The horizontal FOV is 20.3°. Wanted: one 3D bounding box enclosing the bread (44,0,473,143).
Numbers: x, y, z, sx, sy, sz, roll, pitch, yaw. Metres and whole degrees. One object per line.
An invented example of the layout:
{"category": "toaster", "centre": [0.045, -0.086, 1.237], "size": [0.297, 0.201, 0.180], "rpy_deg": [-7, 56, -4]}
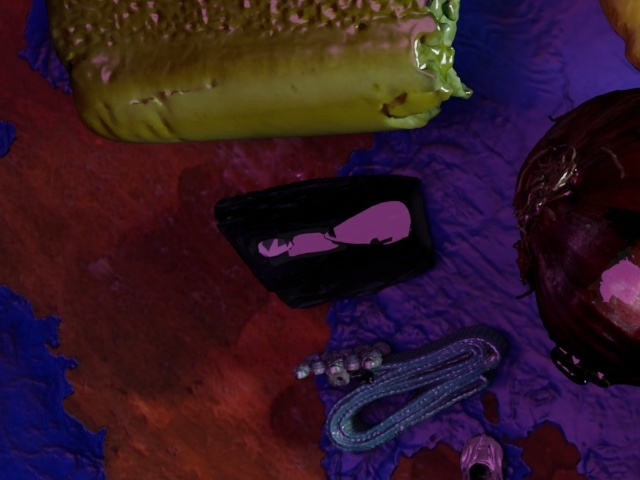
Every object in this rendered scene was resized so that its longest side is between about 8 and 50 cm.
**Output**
{"category": "bread", "centre": [-0.051, -0.213, 1.527], "size": [0.376, 0.208, 0.251], "rpy_deg": [-3, 98, 22]}

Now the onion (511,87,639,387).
{"category": "onion", "centre": [0.256, 0.003, 1.384], "size": [0.281, 0.281, 0.221], "rpy_deg": [42, 116, 15]}

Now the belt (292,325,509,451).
{"category": "belt", "centre": [0.076, 0.115, 1.574], "size": [0.179, 0.065, 0.100], "rpy_deg": [-27, 91, 19]}

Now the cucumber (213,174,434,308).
{"category": "cucumber", "centre": [0.000, 0.000, 1.591], "size": [0.193, 0.086, 0.115], "rpy_deg": [-11, 87, 15]}

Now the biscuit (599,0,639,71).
{"category": "biscuit", "centre": [0.341, -0.229, 1.424], "size": [0.260, 0.041, 0.203], "rpy_deg": [-46, 56, -2]}

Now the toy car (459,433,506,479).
{"category": "toy car", "centre": [0.141, 0.216, 1.569], "size": [0.041, 0.025, 0.093], "rpy_deg": [1, 93, 21]}
